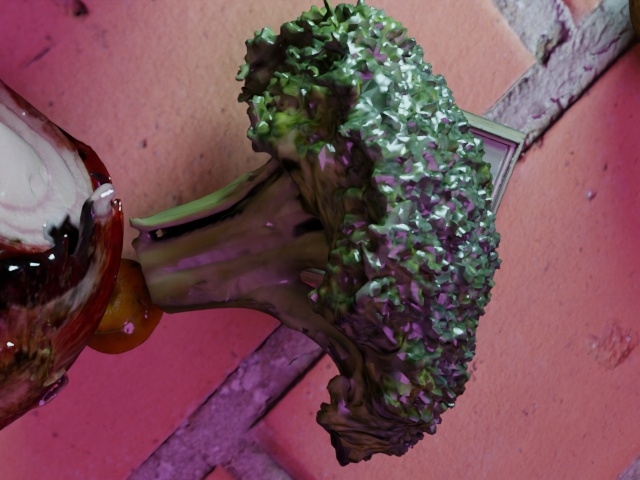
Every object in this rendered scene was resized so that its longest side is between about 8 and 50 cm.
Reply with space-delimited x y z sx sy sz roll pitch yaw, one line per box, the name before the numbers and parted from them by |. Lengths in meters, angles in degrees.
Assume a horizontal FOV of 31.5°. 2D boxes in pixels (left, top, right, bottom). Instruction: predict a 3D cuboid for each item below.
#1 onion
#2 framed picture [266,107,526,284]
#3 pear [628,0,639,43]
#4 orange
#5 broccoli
onion | -0.300 0.009 0.771 0.341 0.341 0.341 -9 111 -24
framed picture | 0.068 -0.044 1.116 0.274 0.017 0.217 14 100 -30
pear | 0.410 -0.237 1.121 0.211 0.188 0.228 -5 112 -29
orange | -0.173 0.059 0.996 0.086 0.086 0.062 -46 145 -6
broccoli | 0.022 -0.005 0.959 0.249 0.302 0.375 -11 88 -46
